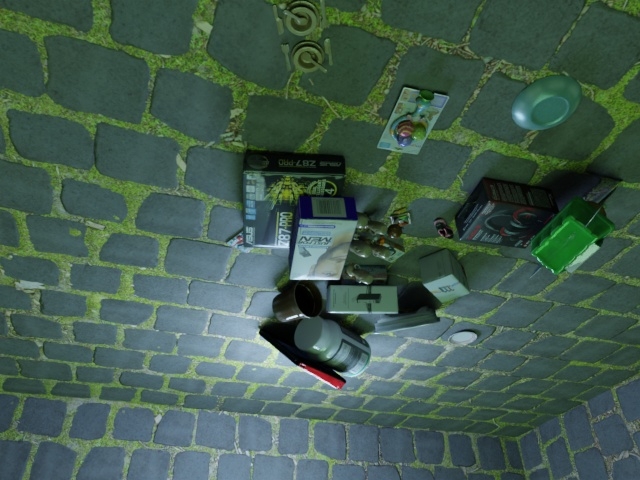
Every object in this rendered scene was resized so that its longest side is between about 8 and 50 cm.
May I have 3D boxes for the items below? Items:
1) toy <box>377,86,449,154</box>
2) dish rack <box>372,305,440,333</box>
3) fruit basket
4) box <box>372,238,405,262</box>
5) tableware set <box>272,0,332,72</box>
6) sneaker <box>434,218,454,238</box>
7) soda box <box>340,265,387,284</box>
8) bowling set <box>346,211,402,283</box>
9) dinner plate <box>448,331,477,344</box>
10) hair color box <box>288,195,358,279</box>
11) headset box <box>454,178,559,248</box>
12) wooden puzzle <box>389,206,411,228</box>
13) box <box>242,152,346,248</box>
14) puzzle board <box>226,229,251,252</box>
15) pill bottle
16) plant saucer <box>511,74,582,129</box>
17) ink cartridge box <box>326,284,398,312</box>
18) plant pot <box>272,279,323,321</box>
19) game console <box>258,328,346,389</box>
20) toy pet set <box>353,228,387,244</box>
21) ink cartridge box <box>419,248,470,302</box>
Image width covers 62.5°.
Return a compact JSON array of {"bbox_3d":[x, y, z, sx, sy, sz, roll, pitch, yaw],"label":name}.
[{"bbox_3d":[0.267,-0.329,1.540,0.137,0.056,0.237,8,141,-11],"label":"toy"},{"bbox_3d":[0.375,0.340,2.304,0.286,0.072,0.333,-13,172,12],"label":"dish rack"},{"bbox_3d":[0.859,-0.033,1.752,0.353,0.165,0.327,-21,152,-45],"label":"fruit basket"},{"bbox_3d":[0.262,0.041,2.043,0.136,0.028,0.081,25,135,-28],"label":"box"},{"bbox_3d":[-0.039,-0.500,1.319,0.129,0.039,0.194,-6,142,5],"label":"tableware set"},{"bbox_3d":[0.456,-0.028,1.937,0.047,0.057,0.119,-28,136,27],"label":"sneaker"},{"bbox_3d":[0.174,0.142,2.140,0.183,0.062,0.058,1,143,-3],"label":"soda box"},{"bbox_3d":[0.175,-0.004,1.879,0.200,0.154,0.286,-18,115,-29],"label":"bowling set"},{"bbox_3d":[0.711,0.486,2.646,0.141,0.017,0.141,0,143,0],"label":"dinner plate"},{"bbox_3d":[0.000,0.000,1.765,0.186,0.110,0.338,1,144,-9],"label":"hair color box"},{"bbox_3d":[0.621,-0.090,1.820,0.294,0.110,0.218,8,142,-13],"label":"headset box"},{"bbox_3d":[0.290,-0.073,1.907,0.079,0.014,0.116,-14,141,16],"label":"wooden puzzle"},{"bbox_3d":[-0.099,-0.119,1.763,0.319,0.097,0.394,4,143,-6],"label":"box"},{"bbox_3d":[-0.278,0.002,1.982,0.096,0.011,0.128,30,133,-34],"label":"puzzle board"},{"bbox_3d":[0.058,0.491,2.472,0.204,0.204,0.361,-27,135,29],"label":"pill bottle"},{"bbox_3d":[0.650,-0.380,1.508,0.195,0.037,0.194,-1,142,-1],"label":"plant saucer"},{"bbox_3d":[0.166,0.243,2.168,0.273,0.114,0.197,2,173,-4],"label":"ink cartridge box"},{"bbox_3d":[-0.106,0.264,2.221,0.165,0.166,0.167,-24,138,39],"label":"plant pot"},{"bbox_3d":[-0.082,0.551,2.478,0.342,0.060,0.387,40,170,-37],"label":"game console"},{"bbox_3d":[0.169,-0.003,1.976,0.122,0.065,0.114,13,105,-22],"label":"toy pet set"},{"bbox_3d":[0.491,0.141,2.099,0.128,0.128,0.176,-24,136,26],"label":"ink cartridge box"}]
